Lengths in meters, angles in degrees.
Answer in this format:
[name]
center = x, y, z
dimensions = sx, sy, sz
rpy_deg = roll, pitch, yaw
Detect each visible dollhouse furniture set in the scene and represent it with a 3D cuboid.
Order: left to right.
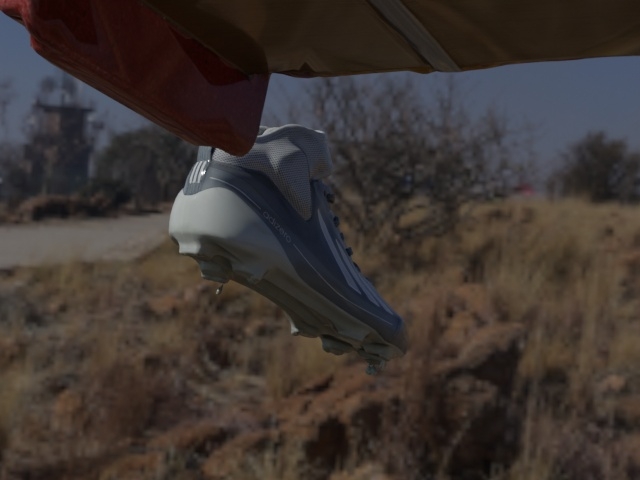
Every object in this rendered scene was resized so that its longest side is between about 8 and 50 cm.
[dollhouse furniture set]
center = -0.016, -0.140, 0.212
dimensions = 0.201, 0.152, 0.374
rpy_deg = 2, -14, 28

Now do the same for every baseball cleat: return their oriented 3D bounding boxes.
[baseball cleat]
center = 0.000, 0.000, 0.731
dimensions = 0.072, 0.109, 0.206
rpy_deg = 6, -19, 35
